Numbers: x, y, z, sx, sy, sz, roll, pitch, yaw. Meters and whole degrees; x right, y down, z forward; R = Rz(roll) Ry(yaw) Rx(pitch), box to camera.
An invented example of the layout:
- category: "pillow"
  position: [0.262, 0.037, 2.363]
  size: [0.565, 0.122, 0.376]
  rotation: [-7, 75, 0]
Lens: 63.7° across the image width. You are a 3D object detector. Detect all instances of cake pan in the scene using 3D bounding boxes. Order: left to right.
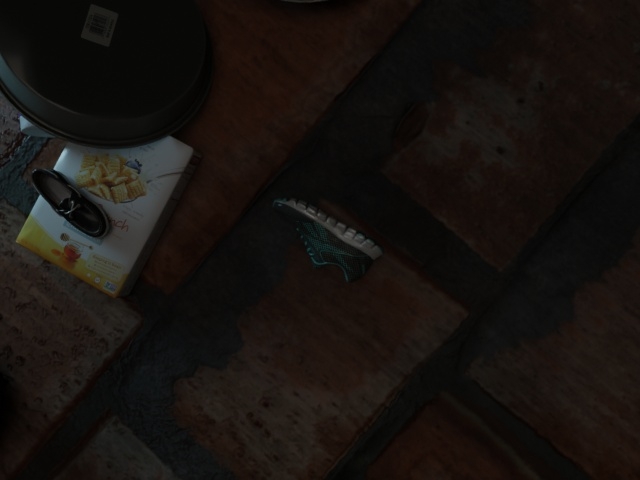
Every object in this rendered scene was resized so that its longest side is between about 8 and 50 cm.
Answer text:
- category: "cake pan"
  position: [-0.283, -0.268, 0.675]
  size: [0.294, 0.054, 0.292]
  rotation: [3, 80, -21]

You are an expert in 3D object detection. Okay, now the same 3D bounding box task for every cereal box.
- category: "cereal box"
  position: [-0.302, -0.062, 0.740]
  size: [0.173, 0.047, 0.240]
  rotation: [27, 92, 5]

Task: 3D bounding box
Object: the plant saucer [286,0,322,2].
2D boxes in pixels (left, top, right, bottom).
- category: "plant saucer"
  position: [-0.014, -0.477, 0.720]
  size: [0.311, 0.050, 0.310]
  rotation: [0, 89, 6]

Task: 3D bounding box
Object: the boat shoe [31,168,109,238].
- category: "boat shoe"
  position: [-0.341, -0.051, 0.700]
  size: [0.046, 0.038, 0.125]
  rotation: [-43, 84, 3]

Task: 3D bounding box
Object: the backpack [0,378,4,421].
- category: "backpack"
  position: [-0.588, 0.258, 0.693]
  size: [0.277, 0.213, 0.263]
  rotation: [26, 81, 8]

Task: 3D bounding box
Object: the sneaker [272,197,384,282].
- category: "sneaker"
  position: [0.000, 0.000, 0.706]
  size: [0.167, 0.065, 0.076]
  rotation: [30, 96, 7]

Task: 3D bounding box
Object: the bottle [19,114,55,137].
- category: "bottle"
  position: [-0.395, -0.292, 0.730]
  size: [0.118, 0.092, 0.282]
  rotation: [-5, 89, 5]
